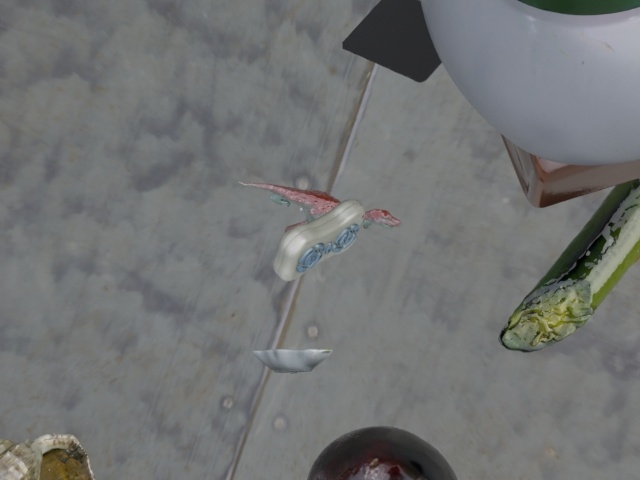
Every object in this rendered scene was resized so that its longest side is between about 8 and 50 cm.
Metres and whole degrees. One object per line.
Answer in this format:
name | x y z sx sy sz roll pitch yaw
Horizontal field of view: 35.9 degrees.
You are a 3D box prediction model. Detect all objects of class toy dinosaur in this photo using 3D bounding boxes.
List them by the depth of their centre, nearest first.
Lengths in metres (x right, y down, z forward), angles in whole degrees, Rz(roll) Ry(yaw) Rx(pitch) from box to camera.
toy dinosaur | -0.011 -0.056 1.556 0.242 0.167 0.053 33 55 -35

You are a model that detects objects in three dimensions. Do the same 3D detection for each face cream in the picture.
face cream | 0.228 -0.216 0.879 0.312 0.357 0.219 33 79 20

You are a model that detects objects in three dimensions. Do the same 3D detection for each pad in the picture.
pad | 0.111 -0.267 1.281 0.157 0.003 0.112 33 76 38

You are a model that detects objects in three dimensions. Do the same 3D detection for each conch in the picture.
conch | -0.410 0.367 1.468 0.155 0.130 0.207 -41 84 -5

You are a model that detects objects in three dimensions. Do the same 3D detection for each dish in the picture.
dish | -0.041 0.195 1.586 0.137 0.091 0.039 -7 79 39

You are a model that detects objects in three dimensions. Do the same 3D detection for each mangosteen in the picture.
mangosteen | 0.097 0.509 1.798 0.307 0.307 0.347 43 53 -2

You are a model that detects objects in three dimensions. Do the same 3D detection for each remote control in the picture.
remote control | 0.000 0.000 1.120 0.122 0.074 0.032 -30 62 -37

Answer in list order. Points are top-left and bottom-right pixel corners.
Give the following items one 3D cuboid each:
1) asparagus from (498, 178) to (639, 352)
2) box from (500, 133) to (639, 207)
asparagus | 0.467 0.054 1.730 0.382 0.128 0.108 -48 131 -9
box | 0.329 -0.235 1.274 0.229 0.239 0.339 -20 77 5
